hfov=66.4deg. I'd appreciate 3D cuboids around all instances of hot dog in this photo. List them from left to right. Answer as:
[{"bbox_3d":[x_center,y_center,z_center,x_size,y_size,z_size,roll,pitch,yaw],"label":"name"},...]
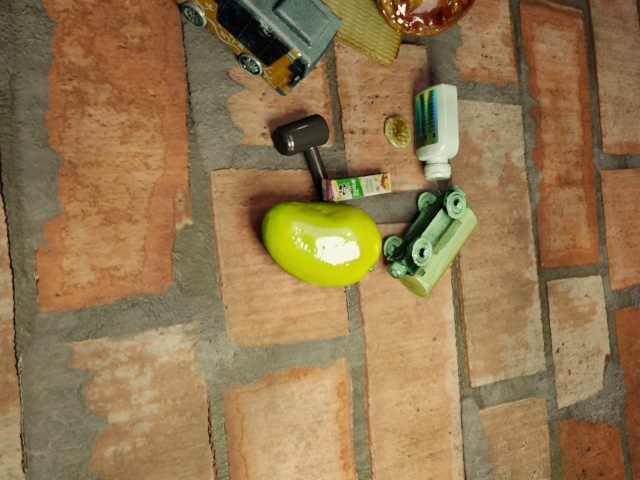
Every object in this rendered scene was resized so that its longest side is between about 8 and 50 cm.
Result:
[{"bbox_3d":[0.281,-0.680,1.214,0.387,0.174,0.267,-53,128,-27],"label":"hot dog"}]

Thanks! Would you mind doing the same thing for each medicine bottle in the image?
[{"bbox_3d":[0.296,-0.272,1.252,0.083,0.121,0.228,0,87,-28],"label":"medicine bottle"}]

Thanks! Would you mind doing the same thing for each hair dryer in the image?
[{"bbox_3d":[-0.019,-0.156,1.129,0.114,0.071,0.248,-25,107,-27],"label":"hair dryer"}]

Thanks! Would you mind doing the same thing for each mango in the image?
[{"bbox_3d":[0.002,0.008,1.073,0.273,0.149,0.185,1,102,-19],"label":"mango"}]

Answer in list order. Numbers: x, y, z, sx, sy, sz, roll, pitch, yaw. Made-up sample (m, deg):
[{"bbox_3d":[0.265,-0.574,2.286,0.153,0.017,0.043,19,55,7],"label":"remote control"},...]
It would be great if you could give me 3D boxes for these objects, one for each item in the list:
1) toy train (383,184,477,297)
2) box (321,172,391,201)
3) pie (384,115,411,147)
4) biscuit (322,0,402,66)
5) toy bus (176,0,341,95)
[{"bbox_3d":[0.291,0.002,1.231,0.189,0.126,0.307,47,68,-17],"label":"toy train"},{"bbox_3d":[0.088,-0.129,1.155,0.207,0.041,0.049,-14,104,-42],"label":"box"},{"bbox_3d":[0.200,-0.279,1.261,0.084,0.020,0.084,2,85,-27],"label":"pie"},{"bbox_3d":[0.097,-0.559,1.221,0.255,0.029,0.172,18,78,-24],"label":"biscuit"},{"bbox_3d":[-0.131,-0.476,1.008,0.323,0.194,0.162,38,70,-20],"label":"toy bus"}]
